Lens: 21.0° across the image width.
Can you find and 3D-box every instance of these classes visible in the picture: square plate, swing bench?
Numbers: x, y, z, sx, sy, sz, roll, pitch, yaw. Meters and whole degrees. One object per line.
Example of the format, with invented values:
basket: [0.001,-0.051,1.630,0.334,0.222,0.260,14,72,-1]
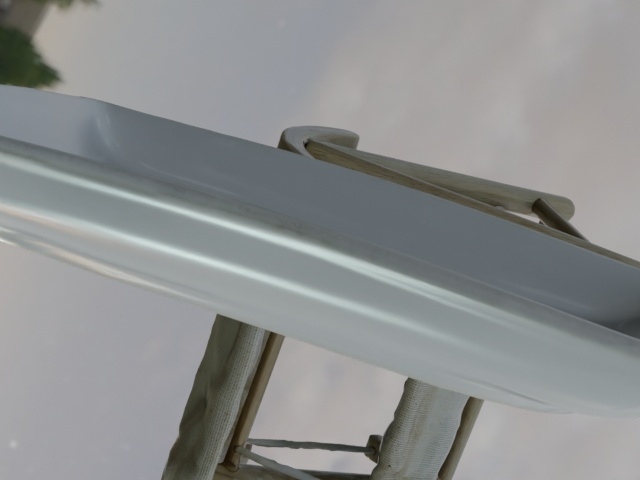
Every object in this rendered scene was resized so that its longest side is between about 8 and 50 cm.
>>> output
square plate: [0.000,0.000,0.759,0.344,0.347,0.049,-18,125,-80]
swing bench: [0.040,0.075,1.150,0.165,0.255,0.253,-126,-126,-68]
